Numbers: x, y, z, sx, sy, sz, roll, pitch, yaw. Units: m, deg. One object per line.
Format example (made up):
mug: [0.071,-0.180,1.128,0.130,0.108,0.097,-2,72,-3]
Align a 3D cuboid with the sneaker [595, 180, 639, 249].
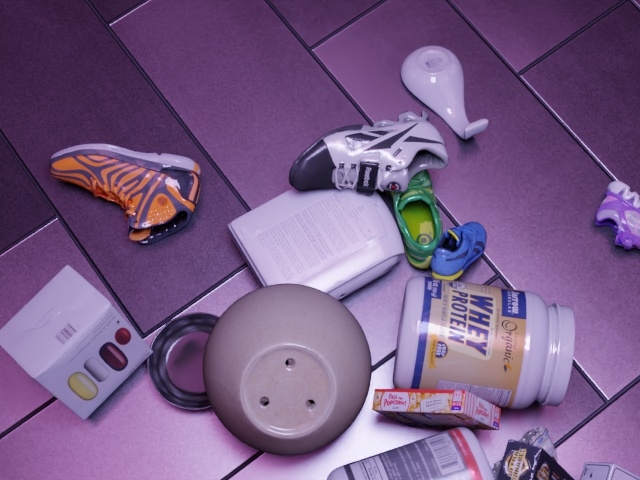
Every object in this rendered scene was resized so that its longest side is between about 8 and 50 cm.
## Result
sneaker: [0.663,-0.014,2.018,0.236,0.095,0.104,41,83,19]

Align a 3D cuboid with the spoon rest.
spoon rest: [0.274,-0.322,2.147,0.137,0.084,0.276,-22,58,-8]

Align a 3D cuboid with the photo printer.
photo printer: [0.000,0.000,2.010,0.307,0.107,0.256,-30,72,-10]

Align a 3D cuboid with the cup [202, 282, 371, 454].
cup: [-0.060,0.254,1.798,0.331,0.237,0.331,0,93,-2]

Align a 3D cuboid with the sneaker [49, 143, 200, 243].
sneaker: [-0.416,-0.094,2.042,0.321,0.124,0.180,4,70,3]

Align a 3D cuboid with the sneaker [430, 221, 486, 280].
sneaker: [0.284,0.001,1.975,0.069,0.082,0.209,15,34,26]

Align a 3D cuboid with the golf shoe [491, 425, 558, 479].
golf shoe: [0.389,0.428,1.853,0.176,0.069,0.086,-31,88,-33]

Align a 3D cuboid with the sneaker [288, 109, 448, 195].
sneaker: [0.103,-0.151,1.943,0.330,0.122,0.146,-20,56,-14]

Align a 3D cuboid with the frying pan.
frying pan: [-0.183,0.228,1.962,0.326,0.053,0.197,-11,70,-5]

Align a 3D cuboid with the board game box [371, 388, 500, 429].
board game box: [0.216,0.316,1.830,0.193,0.147,0.045,-5,66,35]

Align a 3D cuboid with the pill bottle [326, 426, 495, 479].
pill bottle: [0.132,0.489,1.780,0.363,0.210,0.210,-17,71,-4]

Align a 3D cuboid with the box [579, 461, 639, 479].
box: [0.587,0.534,1.765,0.290,0.087,0.169,30,71,-13]

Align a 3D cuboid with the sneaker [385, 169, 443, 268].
sneaker: [0.195,-0.091,2.031,0.109,0.123,0.296,-17,70,-5]

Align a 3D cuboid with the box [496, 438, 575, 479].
box: [0.363,0.534,1.720,0.073,0.295,0.293,7,68,34]

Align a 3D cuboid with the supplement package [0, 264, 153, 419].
supplement package: [-0.468,0.198,1.879,0.149,0.203,0.194,35,74,33]

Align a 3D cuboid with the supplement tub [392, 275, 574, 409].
supplement tub: [0.306,0.198,1.871,0.316,0.228,0.228,8,71,4]
